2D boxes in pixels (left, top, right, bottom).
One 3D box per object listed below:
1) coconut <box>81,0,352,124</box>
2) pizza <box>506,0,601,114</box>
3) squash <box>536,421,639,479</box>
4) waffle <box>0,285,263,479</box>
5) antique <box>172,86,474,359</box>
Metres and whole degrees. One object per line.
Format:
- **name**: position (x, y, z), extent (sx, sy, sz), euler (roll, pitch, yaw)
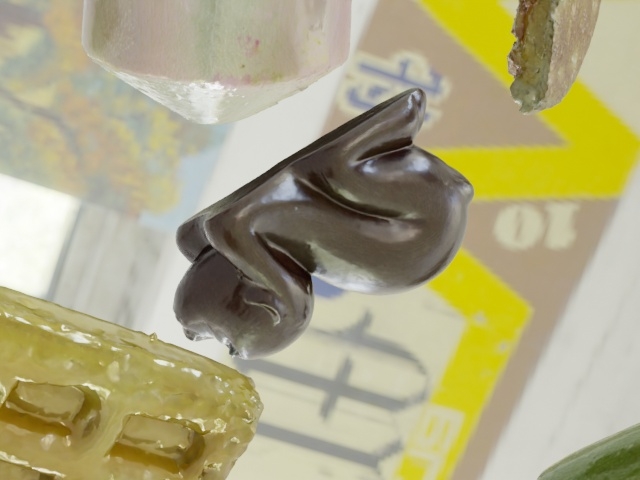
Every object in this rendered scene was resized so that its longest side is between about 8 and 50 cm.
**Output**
- **coconut**: position (-0.109, -0.278, 1.825), extent (0.297, 0.297, 0.310), euler (-101, -164, -63)
- **pizza**: position (0.245, -0.256, 1.757), extent (0.197, 0.058, 0.292), euler (70, 35, -46)
- **squash**: position (0.330, 0.244, 1.502), extent (0.260, 0.189, 0.189), euler (-25, -138, 35)
- **waffle**: position (-0.182, 0.144, 0.932), extent (0.248, 0.221, 0.055), euler (-59, -154, 18)
- **antique**: position (0.000, 0.000, 1.325), extent (0.256, 0.143, 0.121), euler (-30, -171, -18)
